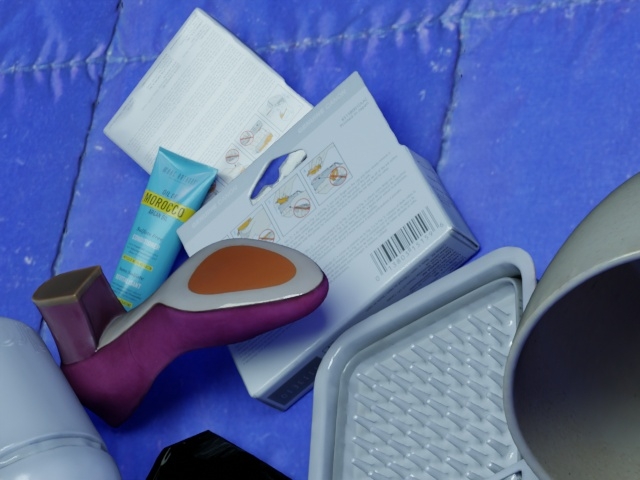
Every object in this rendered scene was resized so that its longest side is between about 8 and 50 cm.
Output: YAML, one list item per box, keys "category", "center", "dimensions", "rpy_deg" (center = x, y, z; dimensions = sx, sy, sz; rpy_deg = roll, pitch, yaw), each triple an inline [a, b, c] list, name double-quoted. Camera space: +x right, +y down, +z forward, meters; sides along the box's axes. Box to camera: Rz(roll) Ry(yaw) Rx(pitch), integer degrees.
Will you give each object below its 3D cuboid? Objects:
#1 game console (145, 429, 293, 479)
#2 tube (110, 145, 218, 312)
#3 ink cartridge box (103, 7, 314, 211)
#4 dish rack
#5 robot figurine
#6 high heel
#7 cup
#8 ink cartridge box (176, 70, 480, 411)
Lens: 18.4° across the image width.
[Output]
- category: "game console"
  center: [-0.149, 0.377, 1.977]
  dimensions: [0.213, 0.044, 0.361]
  rpy_deg: [25, 86, 43]
- category: "tube"
  center: [-0.182, 0.005, 2.148]
  dimensions: [0.080, 0.052, 0.207]
  rpy_deg: [23, 91, 21]
- category: "ink cartridge box"
  center: [-0.108, -0.122, 2.181]
  dimensions: [0.225, 0.056, 0.181]
  rpy_deg: [41, 97, 22]
- category: "dish rack"
  center: [0.108, 0.190, 1.793]
  dimensions: [0.285, 0.072, 0.333]
  rpy_deg: [-31, 41, 36]
- category: "robot figurine"
  center: [-0.329, 0.219, 2.004]
  dimensions: [0.200, 0.300, 0.353]
  rpy_deg: [-47, 58, 18]
- category: "high heel"
  center: [-0.118, 0.104, 2.002]
  dimensions: [0.377, 0.181, 0.127]
  rpy_deg: [-3, 33, 41]
- category: "cup"
  center: [0.325, 0.059, 1.617]
  dimensions: [0.331, 0.331, 0.237]
  rpy_deg: [-23, 30, 27]
- category: "ink cartridge box"
  center: [0.000, 0.000, 2.023]
  dimensions: [0.275, 0.060, 0.239]
  rpy_deg: [-41, 50, 16]
